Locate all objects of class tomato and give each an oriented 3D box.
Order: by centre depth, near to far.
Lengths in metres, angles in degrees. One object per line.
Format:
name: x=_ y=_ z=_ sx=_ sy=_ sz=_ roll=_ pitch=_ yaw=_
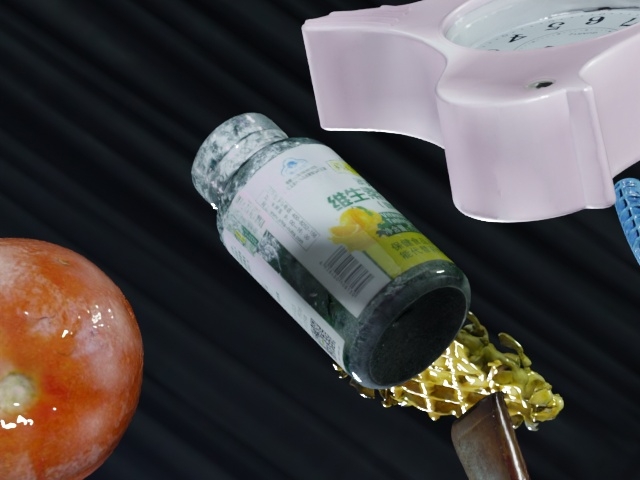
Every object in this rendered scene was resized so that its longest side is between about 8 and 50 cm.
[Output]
tomato: x=-0.245 y=0.101 z=1.565 sx=0.208 sy=0.208 sz=0.184 roll=-56 pitch=-167 yaw=3

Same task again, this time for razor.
razor: x=0.349 y=0.051 z=1.984 sx=0.082 sy=0.253 sz=0.042 roll=-29 pitch=155 yaw=23

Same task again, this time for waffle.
waffle: x=0.125 y=0.145 z=2.136 sx=0.262 sy=0.280 sz=0.060 roll=-20 pitch=-131 yaw=55

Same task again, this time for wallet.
wallet: x=0.200 y=0.289 z=1.995 sx=0.031 sy=0.255 sz=0.137 roll=-14 pitch=163 yaw=-19

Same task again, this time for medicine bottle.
medicine bottle: x=0.000 y=0.000 z=1.847 sx=0.141 sy=0.293 sz=0.141 roll=-30 pitch=144 yaw=-24

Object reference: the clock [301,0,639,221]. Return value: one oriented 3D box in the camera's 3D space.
clock: x=0.110 y=-0.106 z=1.274 sx=0.275 sy=0.290 sz=0.080 roll=-42 pitch=125 yaw=-49
